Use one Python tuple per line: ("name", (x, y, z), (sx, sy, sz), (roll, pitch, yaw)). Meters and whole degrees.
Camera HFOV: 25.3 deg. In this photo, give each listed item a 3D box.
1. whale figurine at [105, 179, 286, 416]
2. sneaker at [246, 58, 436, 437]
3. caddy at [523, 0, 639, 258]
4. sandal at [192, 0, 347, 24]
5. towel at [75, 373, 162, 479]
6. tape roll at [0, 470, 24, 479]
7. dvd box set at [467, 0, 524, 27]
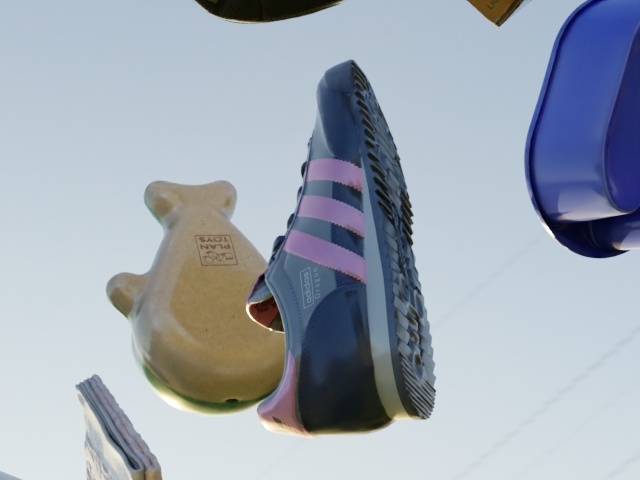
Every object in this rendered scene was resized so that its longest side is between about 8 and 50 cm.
("whale figurine", (-0.122, 0.062, 1.495), (0.216, 0.272, 0.141), (-3, -36, -20))
("sneaker", (0.000, 0.000, 1.066), (0.131, 0.319, 0.112), (-17, -40, 16))
("caddy", (0.382, -0.144, 1.756), (0.241, 0.341, 0.179), (23, -11, -31))
("sandal", (0.062, -0.197, 0.798), (0.302, 0.086, 0.120), (-9, -77, 0))
("towel", (-0.325, 0.425, 2.324), (0.053, 0.332, 0.317), (-12, -64, -23))
("tape roll", (-0.434, 0.364, 1.609), (0.246, 0.246, 0.169), (-30, -33, 12))
("dvd box set", (0.045, -0.365, 1.238), (0.062, 0.420, 0.307), (-48, -3, 24))
